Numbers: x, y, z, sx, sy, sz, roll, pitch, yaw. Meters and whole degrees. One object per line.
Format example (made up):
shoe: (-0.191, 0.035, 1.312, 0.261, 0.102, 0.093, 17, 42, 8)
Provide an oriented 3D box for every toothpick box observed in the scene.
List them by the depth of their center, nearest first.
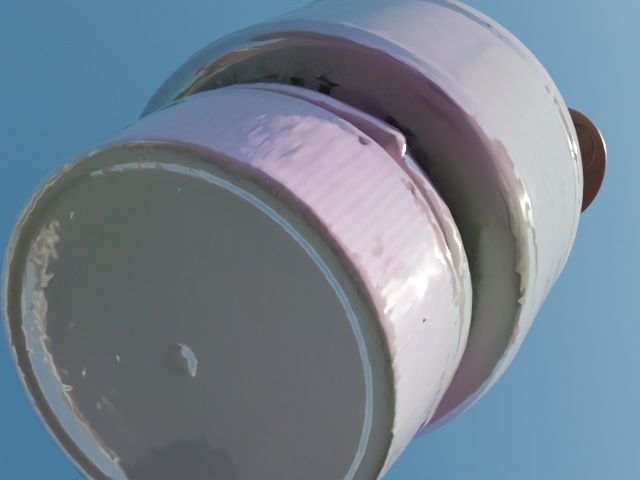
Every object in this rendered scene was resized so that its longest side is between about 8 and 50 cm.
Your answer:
toothpick box: (0.161, -0.073, 0.921, 0.098, 0.149, 0.099, -4, -76, -18)

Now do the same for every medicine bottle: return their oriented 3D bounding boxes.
medicine bottle: (0.000, 0.000, 0.589, 0.241, 0.302, 0.241, 9, -66, 21)
